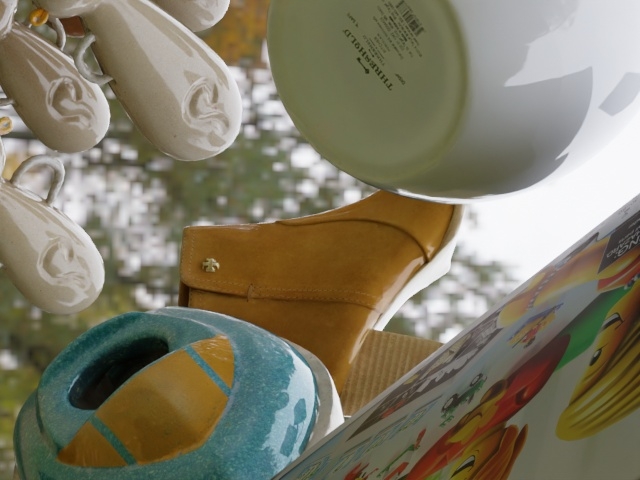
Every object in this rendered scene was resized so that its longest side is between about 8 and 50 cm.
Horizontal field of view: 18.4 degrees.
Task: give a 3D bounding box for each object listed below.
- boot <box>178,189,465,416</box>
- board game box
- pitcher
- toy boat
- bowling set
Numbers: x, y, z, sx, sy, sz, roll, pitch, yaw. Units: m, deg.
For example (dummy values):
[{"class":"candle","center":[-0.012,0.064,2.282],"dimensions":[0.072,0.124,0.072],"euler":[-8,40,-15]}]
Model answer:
[{"class":"boot","center":[0.000,0.001,1.520],"dimensions":[0.104,0.211,0.295],"euler":[101,-1,-57]},{"class":"board game box","center":[0.035,0.106,0.651],"dimensions":[0.305,0.053,0.193],"euler":[-41,-167,35]},{"class":"pitcher","center":[0.060,-0.108,0.714],"dimensions":[0.178,0.207,0.125],"euler":[51,-49,11]},{"class":"toy boat","center":[-0.139,0.145,1.115],"dimensions":[0.267,0.318,0.148],"euler":[19,-37,59]},{"class":"bowling set","center":[-0.128,-0.123,1.006],"dimensions":[0.287,0.154,0.200],"euler":[-50,-135,-10]}]
